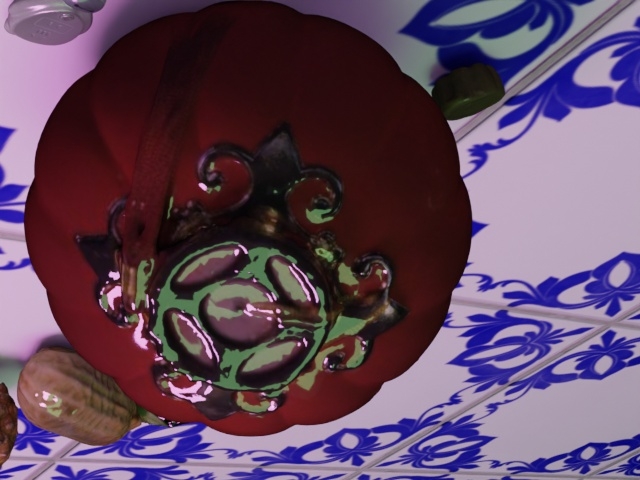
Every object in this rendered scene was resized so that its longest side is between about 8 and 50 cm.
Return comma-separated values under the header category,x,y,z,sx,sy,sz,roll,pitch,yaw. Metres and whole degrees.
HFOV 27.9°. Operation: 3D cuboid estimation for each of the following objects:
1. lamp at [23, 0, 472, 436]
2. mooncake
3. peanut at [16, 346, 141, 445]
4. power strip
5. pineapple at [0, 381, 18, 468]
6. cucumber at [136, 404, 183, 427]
category,x,y,z,sx,sy,sz,roll,pitch,yaw
lamp,-0.048,-0.012,0.877,0.303,0.257,0.303,0,117,1
mooncake,0.049,-0.158,0.870,0.150,0.057,0.347,-25,151,-3
peanut,-0.250,0.167,1.332,0.093,0.083,0.194,-18,153,10
power strip,-0.168,-0.152,0.822,0.055,0.035,0.083,13,156,-41
pineapple,-0.417,0.154,1.212,0.119,0.130,0.277,5,170,37
cucumber,-0.137,0.164,1.406,0.220,0.070,0.046,-23,122,15
